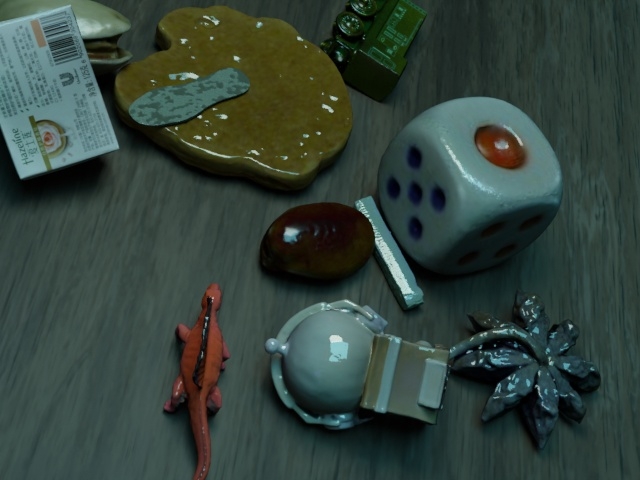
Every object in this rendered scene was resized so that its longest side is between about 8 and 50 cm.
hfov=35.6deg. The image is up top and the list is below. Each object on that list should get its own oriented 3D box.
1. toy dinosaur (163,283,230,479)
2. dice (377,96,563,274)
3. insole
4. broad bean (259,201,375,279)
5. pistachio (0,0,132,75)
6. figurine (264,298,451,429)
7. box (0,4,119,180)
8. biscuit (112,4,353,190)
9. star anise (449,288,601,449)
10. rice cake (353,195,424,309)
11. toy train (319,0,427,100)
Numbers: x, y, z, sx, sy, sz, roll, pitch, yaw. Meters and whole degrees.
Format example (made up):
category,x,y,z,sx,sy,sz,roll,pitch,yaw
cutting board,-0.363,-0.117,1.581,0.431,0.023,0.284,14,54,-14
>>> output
category,x,y,z,sx,sy,sz,roll,pitch,yaw
toy dinosaur,-0.139,0.162,1.165,0.070,0.139,0.286,12,55,-10
dice,0.209,-0.076,1.406,0.193,0.191,0.194,-13,61,-31
insole,-0.183,-0.203,1.411,0.193,0.006,0.065,-27,69,-32
broad bean,0.000,0.000,1.362,0.165,0.084,0.114,3,74,-25
pistachio,-0.374,-0.289,1.392,0.223,0.126,0.152,7,24,3
figurine,0.046,0.158,1.243,0.237,0.141,0.162,10,88,-2
box,-0.357,-0.190,1.292,0.135,0.081,0.199,-19,99,-13
biscuit,-0.123,-0.220,1.480,0.352,0.057,0.312,12,53,-11
star anise,0.271,0.165,1.343,0.263,0.081,0.230,8,66,-17
rice cake,0.098,0.016,1.412,0.042,0.030,0.180,-16,64,-22
toy train,0.091,-0.338,1.619,0.137,0.090,0.225,32,53,-5
